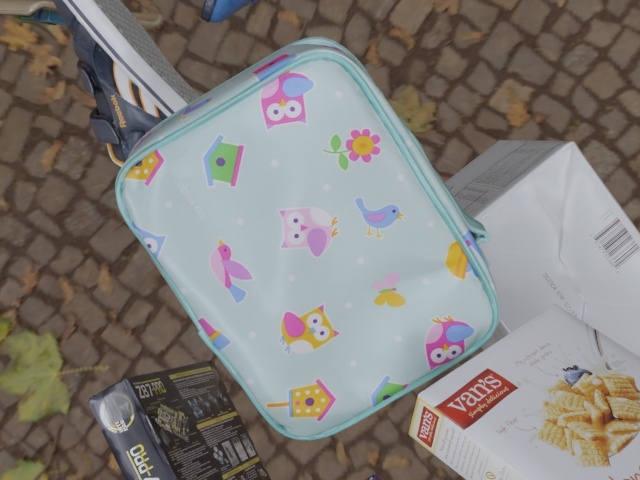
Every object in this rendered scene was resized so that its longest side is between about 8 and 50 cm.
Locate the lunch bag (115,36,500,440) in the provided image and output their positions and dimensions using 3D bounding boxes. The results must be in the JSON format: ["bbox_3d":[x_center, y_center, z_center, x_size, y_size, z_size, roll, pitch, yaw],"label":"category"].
[{"bbox_3d":[0.000,0.000,0.779,0.224,0.108,0.279,-32,107,3],"label":"lunch bag"}]

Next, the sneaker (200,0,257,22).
[{"bbox_3d":[-0.055,-0.303,1.118,0.082,0.069,0.209,34,59,-5],"label":"sneaker"}]

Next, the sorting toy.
[{"bbox_3d":[-0.431,-0.369,1.681,0.229,0.307,0.041,-3,103,-38],"label":"sorting toy"}]

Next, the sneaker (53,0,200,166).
[{"bbox_3d":[-0.227,-0.170,1.207,0.127,0.126,0.321,-36,109,13],"label":"sneaker"}]

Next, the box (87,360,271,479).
[{"bbox_3d":[-0.226,0.383,1.813,0.097,0.395,0.318,-28,82,12],"label":"box"}]

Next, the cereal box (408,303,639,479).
[{"bbox_3d":[0.205,0.149,0.697,0.240,0.173,0.047,35,132,32],"label":"cereal box"}]

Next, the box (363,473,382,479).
[{"bbox_3d":[0.046,0.575,1.768,0.201,0.293,0.057,-33,123,19],"label":"box"}]

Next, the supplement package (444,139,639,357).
[{"bbox_3d":[0.198,0.023,0.959,0.149,0.203,0.194,-38,100,-3],"label":"supplement package"}]
